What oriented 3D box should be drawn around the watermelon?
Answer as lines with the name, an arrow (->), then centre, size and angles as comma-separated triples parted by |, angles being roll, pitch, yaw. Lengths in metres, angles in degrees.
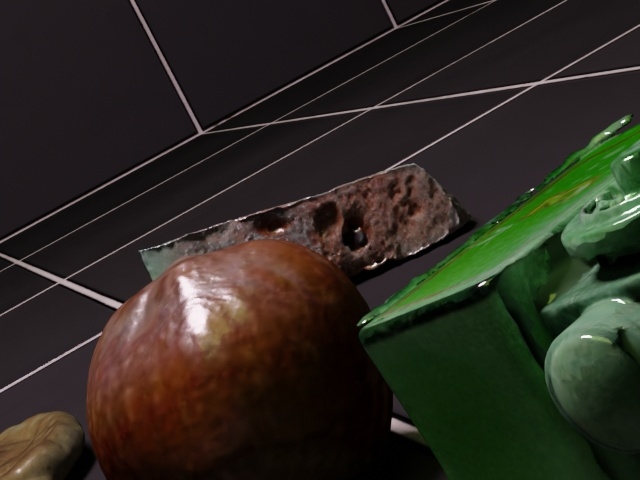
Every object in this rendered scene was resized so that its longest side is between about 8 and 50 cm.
watermelon -> 0.000, 0.000, 1.089 | 0.241, 0.094, 0.154 | -22, 2, 20

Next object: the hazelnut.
hazelnut -> -0.043, 0.072, 0.678 | 0.154, 0.143, 0.143 | -25, 11, 19

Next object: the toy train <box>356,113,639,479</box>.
toy train -> 0.147, 0.010, 0.544 | 0.243, 0.132, 0.188 | -35, 5, -34

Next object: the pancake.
pancake -> -0.268, 0.183, 0.942 | 0.236, 0.042, 0.222 | -21, 10, 27
